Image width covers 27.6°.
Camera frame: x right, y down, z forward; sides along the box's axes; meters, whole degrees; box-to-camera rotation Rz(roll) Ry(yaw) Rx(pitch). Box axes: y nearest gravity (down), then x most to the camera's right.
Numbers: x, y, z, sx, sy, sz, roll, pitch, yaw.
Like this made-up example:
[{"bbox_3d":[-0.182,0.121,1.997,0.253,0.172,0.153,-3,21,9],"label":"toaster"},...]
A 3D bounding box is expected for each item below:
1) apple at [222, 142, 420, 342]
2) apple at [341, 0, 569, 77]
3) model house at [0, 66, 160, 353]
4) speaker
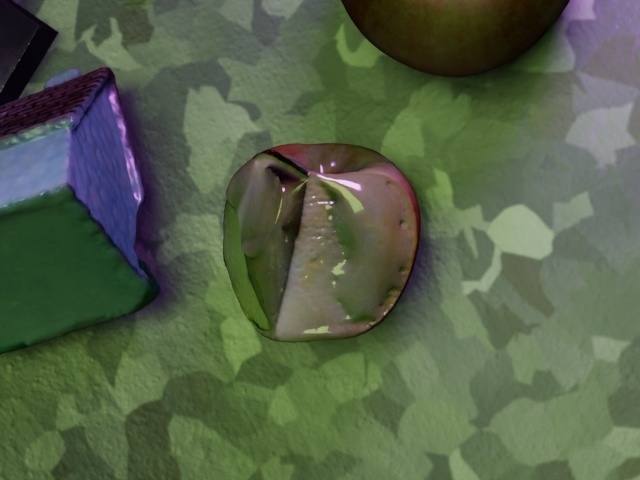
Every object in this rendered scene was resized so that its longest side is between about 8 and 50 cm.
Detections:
[{"bbox_3d":[0.000,0.000,1.332,0.207,0.174,0.188,9,109,14],"label":"apple"},{"bbox_3d":[0.130,-0.292,1.280,0.257,0.234,0.256,-1,88,19],"label":"apple"},{"bbox_3d":[-0.337,-0.050,1.426,0.281,0.230,0.248,-17,49,11],"label":"model house"},{"bbox_3d":[-0.400,-0.174,1.513,0.082,0.044,0.218,35,96,14],"label":"speaker"}]
